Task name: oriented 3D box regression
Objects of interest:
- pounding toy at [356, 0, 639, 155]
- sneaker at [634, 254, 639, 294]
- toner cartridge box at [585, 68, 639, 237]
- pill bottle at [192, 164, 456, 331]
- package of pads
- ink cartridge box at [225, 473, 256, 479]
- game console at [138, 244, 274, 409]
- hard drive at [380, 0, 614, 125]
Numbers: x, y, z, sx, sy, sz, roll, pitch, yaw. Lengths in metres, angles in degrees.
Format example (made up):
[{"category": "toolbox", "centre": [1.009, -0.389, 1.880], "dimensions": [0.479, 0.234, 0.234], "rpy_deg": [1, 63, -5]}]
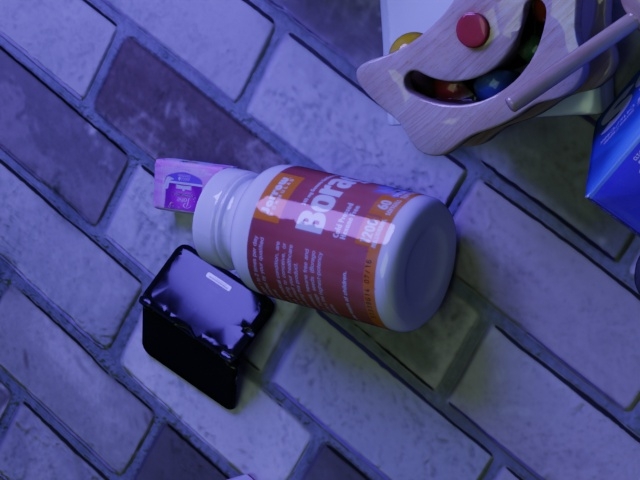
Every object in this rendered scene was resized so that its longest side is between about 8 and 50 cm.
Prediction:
[{"category": "pounding toy", "centre": [0.139, -0.171, 1.419], "dimensions": [0.270, 0.155, 0.154], "rpy_deg": [-26, 86, 32]}, {"category": "sneaker", "centre": [0.364, 0.199, 1.354], "dimensions": [0.202, 0.185, 0.482], "rpy_deg": [-38, 74, 26]}, {"category": "toner cartridge box", "centre": [0.331, -0.165, 1.334], "dimensions": [0.075, 0.165, 0.348], "rpy_deg": [35, 116, -7]}, {"category": "pill bottle", "centre": [0.000, 0.000, 1.598], "dimensions": [0.216, 0.121, 0.121], "rpy_deg": [14, 103, 30]}, {"category": "package of pads", "centre": [-0.117, -0.050, 1.721], "dimensions": [0.083, 0.032, 0.050], "rpy_deg": [8, 99, 32]}, {"category": "ink cartridge box", "centre": [-0.079, 0.306, 1.724], "dimensions": [0.099, 0.056, 0.135], "rpy_deg": [39, 114, 23]}, {"category": "game console", "centre": [-0.109, 0.082, 1.744], "dimensions": [0.122, 0.071, 0.107], "rpy_deg": [32, 82, 25]}, {"category": "hard drive", "centre": [0.140, -0.255, 1.527], "dimensions": [0.203, 0.040, 0.307], "rpy_deg": [-1, 95, 33]}]
